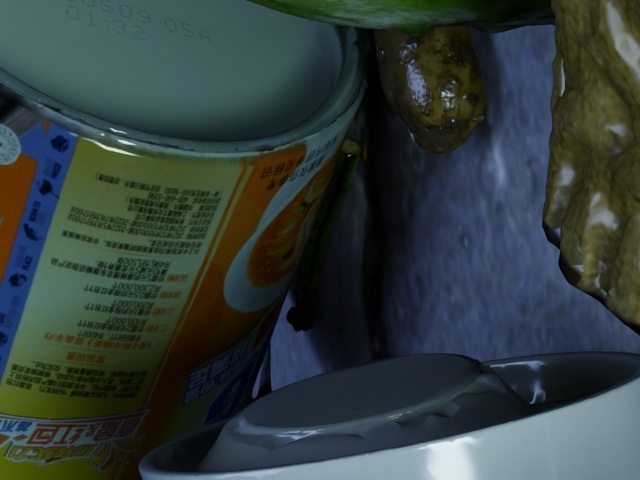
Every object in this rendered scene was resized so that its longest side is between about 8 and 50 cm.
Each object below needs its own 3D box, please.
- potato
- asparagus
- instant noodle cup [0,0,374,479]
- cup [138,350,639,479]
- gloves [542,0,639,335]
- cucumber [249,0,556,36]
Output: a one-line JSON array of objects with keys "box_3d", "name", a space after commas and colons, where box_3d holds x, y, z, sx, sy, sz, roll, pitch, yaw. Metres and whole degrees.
[{"box_3d": [0.044, -0.076, 0.784, 0.051, 0.040, 0.083, -47, 54, 55], "name": "potato"}, {"box_3d": [0.000, 0.000, 0.941, 0.015, 0.018, 0.127, -68, -5, -49], "name": "asparagus"}, {"box_3d": [-0.123, -0.047, 0.874, 0.214, 0.296, 0.296, -62, 39, 40], "name": "instant noodle cup"}, {"box_3d": [0.052, 0.154, 0.696, 0.241, 0.185, 0.226, -17, -84, -78], "name": "cup"}, {"box_3d": [0.137, -0.126, 0.389, 0.203, 0.155, 0.356, 34, 121, 39], "name": "gloves"}, {"box_3d": [0.036, -0.114, 0.540, 0.134, 0.244, 0.134, 42, 139, 52], "name": "cucumber"}]
